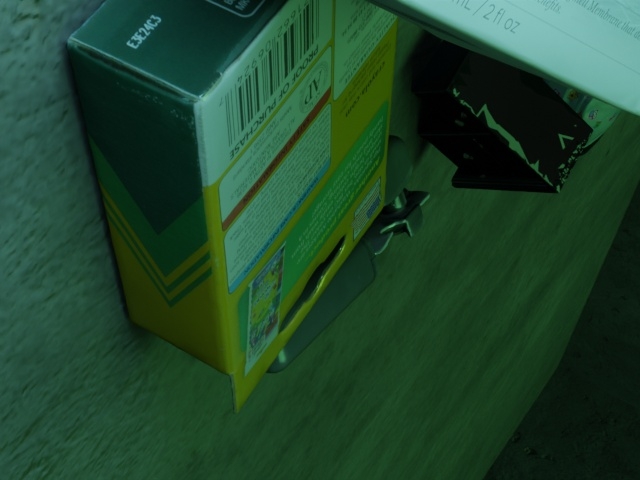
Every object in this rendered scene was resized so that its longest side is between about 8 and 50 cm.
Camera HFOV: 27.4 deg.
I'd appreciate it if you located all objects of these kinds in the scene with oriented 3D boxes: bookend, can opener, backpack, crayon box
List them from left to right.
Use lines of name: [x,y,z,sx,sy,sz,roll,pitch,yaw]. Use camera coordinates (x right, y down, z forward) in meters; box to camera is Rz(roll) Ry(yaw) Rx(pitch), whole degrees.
crayon box: [-0.037,-0.061,0.780,0.203,0.083,0.323,-54,161,-29]
can opener: [0.000,0.000,1.054,0.283,0.076,0.095,-42,121,-51]
bookend: [0.138,-0.118,1.212,0.157,0.156,0.072,39,74,-28]
backpack: [0.310,-0.186,1.598,0.152,0.115,0.182,-55,159,-17]

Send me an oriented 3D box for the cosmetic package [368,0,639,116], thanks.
cosmetic package: [0.092,-0.199,0.582,0.224,0.138,0.225,12,104,-51]
